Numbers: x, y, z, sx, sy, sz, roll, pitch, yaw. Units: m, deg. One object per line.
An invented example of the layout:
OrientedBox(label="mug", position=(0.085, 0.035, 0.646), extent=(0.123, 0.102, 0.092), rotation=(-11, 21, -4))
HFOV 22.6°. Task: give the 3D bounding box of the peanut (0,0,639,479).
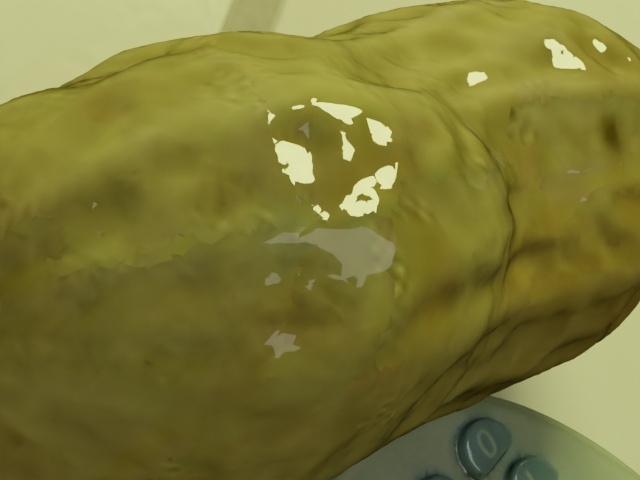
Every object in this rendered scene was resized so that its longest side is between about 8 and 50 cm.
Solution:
OrientedBox(label="peanut", position=(0.002, 0.003, 0.496), extent=(0.291, 0.159, 0.143), rotation=(-16, 111, -31))

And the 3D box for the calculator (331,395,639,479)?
OrientedBox(label="calculator", position=(0.100, 0.187, 0.566), extent=(0.302, 0.042, 0.188), rotation=(50, 58, -9))
